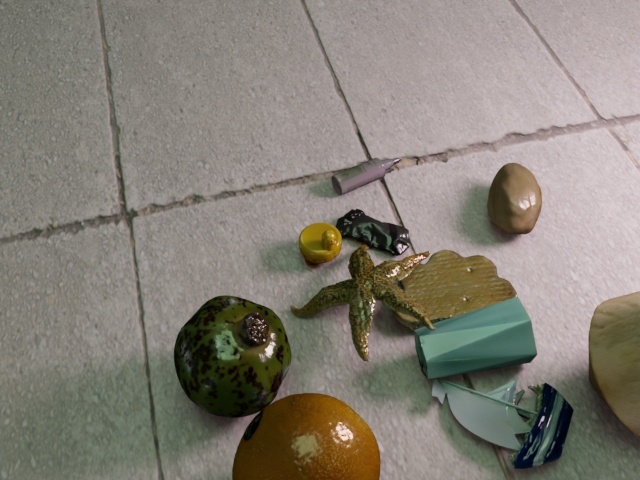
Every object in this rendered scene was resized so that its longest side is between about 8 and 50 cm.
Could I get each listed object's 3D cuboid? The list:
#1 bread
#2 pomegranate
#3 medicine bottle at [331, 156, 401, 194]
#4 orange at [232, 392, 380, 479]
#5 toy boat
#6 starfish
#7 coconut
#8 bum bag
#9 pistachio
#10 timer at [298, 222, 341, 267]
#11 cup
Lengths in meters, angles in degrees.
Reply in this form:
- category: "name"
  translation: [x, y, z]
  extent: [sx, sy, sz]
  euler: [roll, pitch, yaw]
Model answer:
- category: "bread"
  translation: [0.301, 0.111, 1.901]
  extent: [0.286, 0.056, 0.207]
  euler: [-3, 49, 2]
- category: "pomegranate"
  translation: [-0.174, 0.230, 1.692]
  extent: [0.254, 0.270, 0.254]
  euler: [13, 58, -22]
- category: "medicine bottle"
  translation: [0.127, -0.180, 2.170]
  extent: [0.199, 0.058, 0.058]
  euler: [-23, 51, -16]
- category: "orange"
  translation: [-0.025, 0.416, 1.513]
  extent: [0.274, 0.274, 0.274]
  euler: [-2, 48, 2]
- category: "toy boat"
  translation: [0.383, 0.338, 1.692]
  extent: [0.210, 0.070, 0.291]
  euler: [-28, 46, -29]
- category: "starfish"
  translation: [0.127, 0.108, 1.840]
  extent: [0.357, 0.078, 0.347]
  euler: [14, 45, 42]
- category: "coconut"
  translation: [0.661, 0.236, 1.634]
  extent: [0.328, 0.329, 0.329]
  euler: [-2, 48, 2]
- category: "bum bag"
  translation: [0.130, -0.024, 2.037]
  extent: [0.197, 0.049, 0.087]
  euler: [20, 57, 19]
- category: "pistachio"
  translation: [0.479, -0.104, 2.046]
  extent: [0.135, 0.136, 0.226]
  euler: [2, 42, 5]
- category: "timer"
  translation: [0.000, 0.000, 1.981]
  extent: [0.107, 0.109, 0.107]
  euler: [-2, 48, 2]
- category: "cup"
  translation: [0.323, 0.215, 1.765]
  extent: [0.235, 0.148, 0.134]
  euler: [-12, 65, -1]
